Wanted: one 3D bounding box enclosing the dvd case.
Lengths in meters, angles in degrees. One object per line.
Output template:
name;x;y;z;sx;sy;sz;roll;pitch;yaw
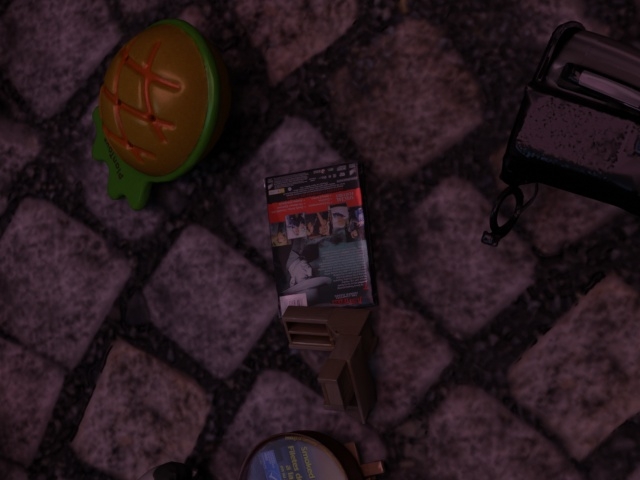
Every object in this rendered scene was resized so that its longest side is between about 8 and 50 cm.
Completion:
dvd case;0.000;0.000;1.183;0.087;0.013;0.120;-10;81;22

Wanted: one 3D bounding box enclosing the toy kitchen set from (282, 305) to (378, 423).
toy kitchen set;0.002;0.105;1.148;0.075;0.083;0.068;2;128;23

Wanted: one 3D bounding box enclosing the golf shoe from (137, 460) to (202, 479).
golf shoe;-0.200;0.286;1.200;0.120;0.105;0.273;35;99;29

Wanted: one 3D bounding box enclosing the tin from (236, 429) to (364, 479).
tin;-0.002;0.244;1.145;0.106;0.040;0.190;-19;82;31

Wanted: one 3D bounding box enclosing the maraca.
maraca;-0.140;-0.105;1.210;0.185;0.099;0.127;-44;60;41

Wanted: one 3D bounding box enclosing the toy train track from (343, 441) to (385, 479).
toy train track;0.016;0.189;1.162;0.083;0.014;0.048;-16;85;27

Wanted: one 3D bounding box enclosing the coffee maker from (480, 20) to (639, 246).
coffee maker;0.234;-0.053;1.046;0.178;0.120;0.171;25;119;24
